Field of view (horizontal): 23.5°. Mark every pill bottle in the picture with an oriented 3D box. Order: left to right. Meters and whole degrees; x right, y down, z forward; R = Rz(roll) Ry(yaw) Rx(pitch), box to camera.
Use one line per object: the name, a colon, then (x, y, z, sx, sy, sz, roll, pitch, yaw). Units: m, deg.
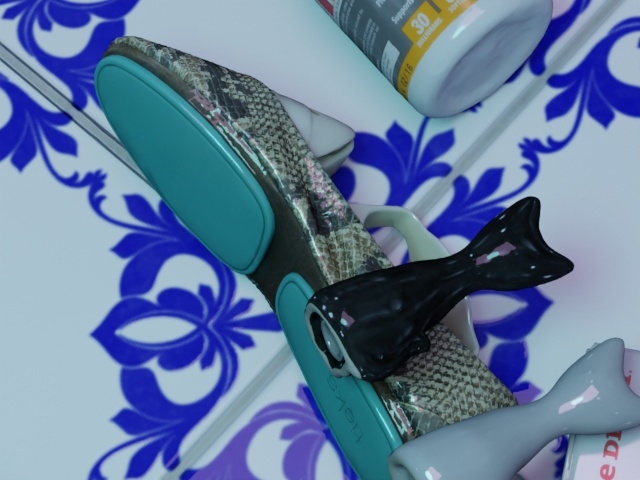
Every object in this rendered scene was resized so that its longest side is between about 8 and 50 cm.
pill bottle: (0.068, -0.258, 1.409, 0.162, 0.162, 0.278, -37, 71, -10)

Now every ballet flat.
ballet flat: (0.000, 0.000, 1.335, 0.182, 0.164, 0.483, -29, 74, -30)

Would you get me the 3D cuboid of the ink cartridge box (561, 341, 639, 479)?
ink cartridge box: (0.328, 0.211, 1.232, 0.273, 0.114, 0.197, 11, 71, 8)

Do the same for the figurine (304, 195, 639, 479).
figurine: (0.129, 0.093, 1.179, 0.209, 0.092, 0.215, -27, 78, -14)
